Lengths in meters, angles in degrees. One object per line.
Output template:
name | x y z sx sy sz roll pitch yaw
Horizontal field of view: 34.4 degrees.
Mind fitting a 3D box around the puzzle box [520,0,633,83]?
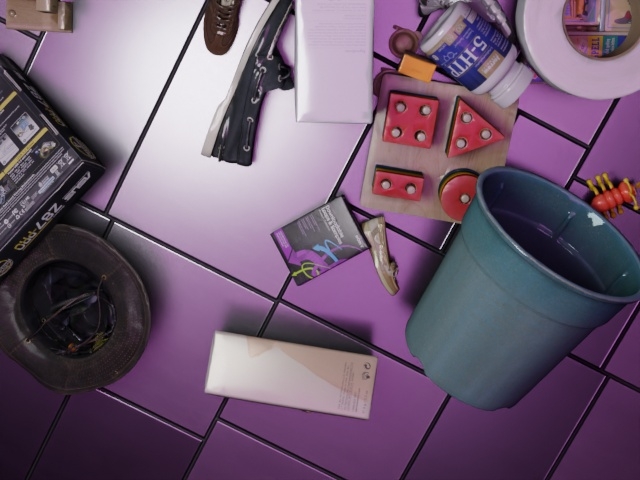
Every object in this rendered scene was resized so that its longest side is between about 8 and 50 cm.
puzzle box | 0.506 -0.486 1.873 0.272 0.052 0.408 0 101 2

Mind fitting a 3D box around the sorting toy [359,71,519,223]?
sorting toy | 0.219 -0.159 1.910 0.256 0.089 0.257 10 106 -1

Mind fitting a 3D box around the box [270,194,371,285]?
box | 0.000 0.000 1.965 0.162 0.029 0.116 -29 86 14

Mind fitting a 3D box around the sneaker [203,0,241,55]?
sneaker | -0.178 -0.432 1.890 0.066 0.071 0.188 13 100 -1

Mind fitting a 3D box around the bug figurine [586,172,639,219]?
bug figurine | 0.549 0.024 1.956 0.216 0.072 0.279 -28 99 6

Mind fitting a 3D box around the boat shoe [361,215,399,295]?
boat shoe | 0.125 0.031 1.978 0.048 0.056 0.153 -20 92 10

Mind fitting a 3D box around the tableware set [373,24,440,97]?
tableware set | 0.180 -0.320 1.929 0.141 0.020 0.168 17 102 0

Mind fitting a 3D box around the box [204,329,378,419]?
box | -0.056 0.258 1.966 0.311 0.148 0.121 10 81 -1

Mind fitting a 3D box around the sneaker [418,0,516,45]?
sneaker | 0.251 -0.423 1.884 0.132 0.086 0.228 -32 91 14

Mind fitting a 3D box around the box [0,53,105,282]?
box | -0.630 -0.103 1.892 0.395 0.097 0.318 -46 73 8

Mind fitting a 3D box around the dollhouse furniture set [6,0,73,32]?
dollhouse furniture set | -0.524 -0.453 1.856 0.123 0.151 0.144 4 98 1

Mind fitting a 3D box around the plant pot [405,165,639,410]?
plant pot | 0.337 0.102 1.836 0.341 0.341 0.334 30 121 -4

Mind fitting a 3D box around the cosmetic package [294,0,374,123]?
cosmetic package | 0.025 -0.324 1.827 0.138 0.224 0.224 -1 100 1

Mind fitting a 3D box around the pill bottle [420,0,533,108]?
pill bottle | 0.280 -0.323 1.824 0.187 0.112 0.112 38 99 -10

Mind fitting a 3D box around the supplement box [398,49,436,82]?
supplement box | 0.174 -0.315 1.868 0.062 0.098 0.036 19 106 -2

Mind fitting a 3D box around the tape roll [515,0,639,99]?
tape roll | 0.490 -0.391 1.814 0.286 0.100 0.286 0 100 2

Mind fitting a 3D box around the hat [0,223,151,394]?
hat | -0.464 0.118 1.966 0.332 0.134 0.331 1 99 7

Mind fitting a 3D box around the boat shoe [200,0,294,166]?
boat shoe | -0.105 -0.287 1.888 0.113 0.127 0.340 25 102 -4
